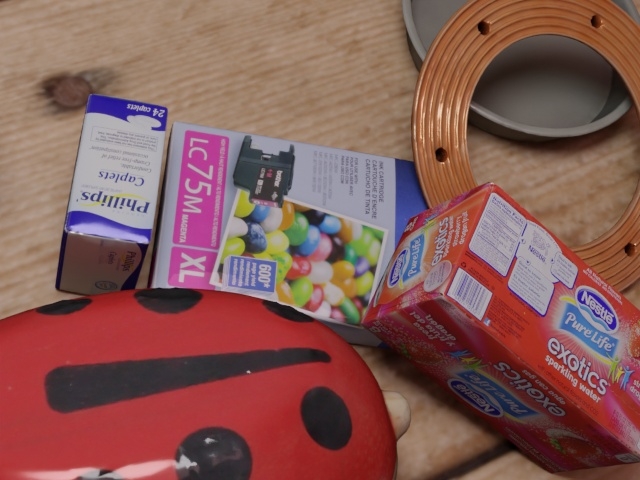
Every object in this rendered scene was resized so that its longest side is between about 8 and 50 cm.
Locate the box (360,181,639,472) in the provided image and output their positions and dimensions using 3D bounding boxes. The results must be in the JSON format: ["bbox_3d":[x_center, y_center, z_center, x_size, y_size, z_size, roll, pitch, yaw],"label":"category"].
[{"bbox_3d":[0.181,0.085,0.949,0.257,0.122,0.128,38,58,-18],"label":"box"}]

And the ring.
[{"bbox_3d":[0.237,-0.100,1.089,0.336,0.032,0.337,1,86,-23],"label":"ring"}]

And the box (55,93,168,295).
[{"bbox_3d":[-0.185,-0.036,0.942,0.072,0.126,0.137,9,62,-13],"label":"box"}]

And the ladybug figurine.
[{"bbox_3d":[-0.141,0.152,0.805,0.449,0.162,0.305,-10,47,-18],"label":"ladybug figurine"}]

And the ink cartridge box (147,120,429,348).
[{"bbox_3d":[0.000,0.000,1.017,0.311,0.065,0.186,10,63,-13],"label":"ink cartridge box"}]

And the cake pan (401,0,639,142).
[{"bbox_3d":[0.223,-0.231,1.196,0.293,0.054,0.293,7,63,-13],"label":"cake pan"}]
